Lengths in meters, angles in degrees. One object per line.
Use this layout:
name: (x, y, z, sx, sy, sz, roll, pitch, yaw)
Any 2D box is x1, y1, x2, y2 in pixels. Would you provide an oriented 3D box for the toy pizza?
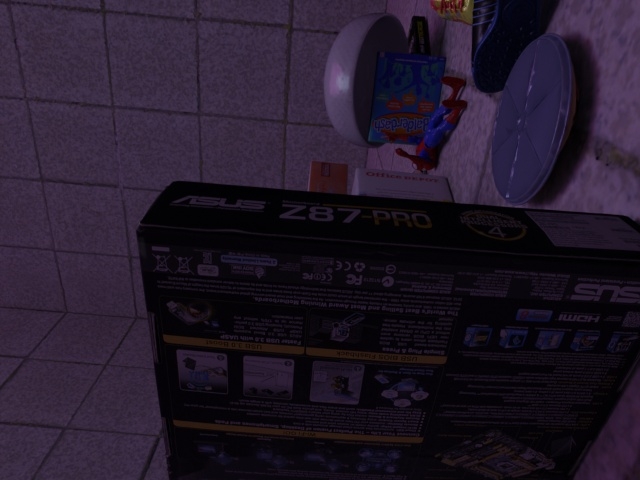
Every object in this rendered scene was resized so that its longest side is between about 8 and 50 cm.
toy pizza: (0.258, -0.142, 0.568, 0.201, 0.032, 0.201, 6, -90, -90)

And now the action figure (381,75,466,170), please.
action figure: (0.214, -0.239, 1.039, 0.280, 0.139, 0.091, 90, -175, -66)

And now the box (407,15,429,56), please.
box: (0.277, -0.527, 1.390, 0.190, 0.045, 0.184, 95, -179, -58)

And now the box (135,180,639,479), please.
box: (0.057, 0.118, 0.433, 0.097, 0.395, 0.318, -90, 4, -62)

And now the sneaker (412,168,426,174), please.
sneaker: (0.248, -0.167, 1.198, 0.109, 0.044, 0.040, -83, -3, -54)

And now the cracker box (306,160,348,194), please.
cracker box: (0.000, 0.000, 0.806, 0.232, 0.067, 0.155, 100, 175, -54)

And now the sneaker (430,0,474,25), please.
sneaker: (0.249, -0.429, 0.845, 0.208, 0.094, 0.081, -90, 7, -68)

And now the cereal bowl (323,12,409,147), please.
cereal bowl: (0.107, -0.419, 1.239, 0.339, 0.141, 0.338, -37, -45, -49)

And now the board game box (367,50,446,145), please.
board game box: (0.206, -0.341, 1.141, 0.047, 0.160, 0.210, -89, 4, -72)

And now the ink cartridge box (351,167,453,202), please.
ink cartridge box: (0.158, 0.008, 0.955, 0.270, 0.198, 0.197, -85, 1, -51)

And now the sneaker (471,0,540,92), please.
sneaker: (0.239, -0.309, 0.607, 0.232, 0.082, 0.090, 80, -169, -54)
